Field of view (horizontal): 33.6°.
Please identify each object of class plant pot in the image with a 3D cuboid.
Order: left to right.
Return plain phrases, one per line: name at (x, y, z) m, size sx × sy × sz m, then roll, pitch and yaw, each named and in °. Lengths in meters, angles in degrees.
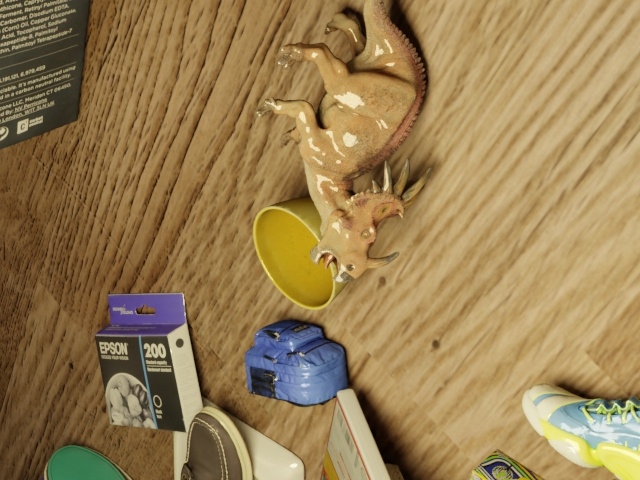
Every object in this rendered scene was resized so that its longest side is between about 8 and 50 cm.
plant pot at (0.000, 0.000, 1.246) m, size 0.134 × 0.095 × 0.134 m, roll 31°, pitch 138°, yaw 32°

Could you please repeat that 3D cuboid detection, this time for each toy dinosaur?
toy dinosaur at (0.050, -0.123, 1.129) m, size 0.200 × 0.127 × 0.296 m, roll 32°, pitch 115°, yaw 15°

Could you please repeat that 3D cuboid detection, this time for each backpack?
backpack at (-0.029, 0.160, 1.366) m, size 0.120 × 0.098 × 0.101 m, roll 12°, pitch 116°, yaw 41°

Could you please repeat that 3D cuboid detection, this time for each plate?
plate at (-0.143, 0.391, 1.642) m, size 0.277 × 0.045 × 0.278 m, roll 26°, pitch 127°, yaw 34°

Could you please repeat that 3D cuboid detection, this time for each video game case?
video game case at (0.045, 0.357, 1.360) m, size 0.285 × 0.025 × 0.204 m, roll 99°, pitch 156°, yaw -42°

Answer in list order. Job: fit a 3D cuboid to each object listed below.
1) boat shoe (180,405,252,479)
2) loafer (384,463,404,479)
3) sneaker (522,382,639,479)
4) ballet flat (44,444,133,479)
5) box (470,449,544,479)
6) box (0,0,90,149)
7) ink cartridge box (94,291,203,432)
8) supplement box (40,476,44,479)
boat shoe at (-0.164, 0.377, 1.552) m, size 0.103 × 0.092 × 0.285 m, roll 25°, pitch 126°, yaw 35°
loafer at (0.153, 0.425, 1.333) m, size 0.112 × 0.111 × 0.319 m, roll 92°, pitch 154°, yaw -75°
sneaker at (0.323, 0.185, 1.061) m, size 0.240 × 0.091 × 0.126 m, roll 33°, pitch 113°, yaw 28°
ballet flat at (-0.333, 0.506, 1.843) m, size 0.400 × 0.139 × 0.139 m, roll 28°, pitch 128°, yaw 31°
box at (0.250, 0.314, 1.207) m, size 0.169 × 0.054 × 0.059 m, roll 30°, pitch 130°, yaw 29°
box at (-0.560, -0.430, 1.422) m, size 0.480 × 0.297 × 0.472 m, roll 39°, pitch 135°, yaw 24°
ink cartridge box at (-0.269, 0.185, 1.629) m, size 0.206 × 0.045 × 0.208 m, roll -5°, pitch 95°, yaw 46°
supplement box at (-0.455, 0.545, 1.950) m, size 0.111 × 0.114 × 0.220 m, roll -40°, pitch 77°, yaw 4°
